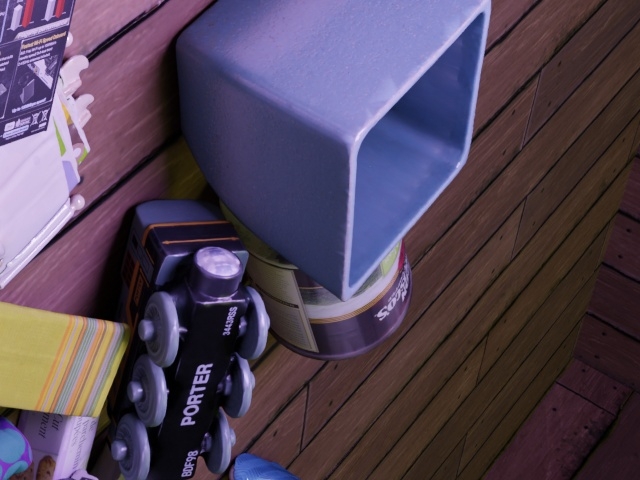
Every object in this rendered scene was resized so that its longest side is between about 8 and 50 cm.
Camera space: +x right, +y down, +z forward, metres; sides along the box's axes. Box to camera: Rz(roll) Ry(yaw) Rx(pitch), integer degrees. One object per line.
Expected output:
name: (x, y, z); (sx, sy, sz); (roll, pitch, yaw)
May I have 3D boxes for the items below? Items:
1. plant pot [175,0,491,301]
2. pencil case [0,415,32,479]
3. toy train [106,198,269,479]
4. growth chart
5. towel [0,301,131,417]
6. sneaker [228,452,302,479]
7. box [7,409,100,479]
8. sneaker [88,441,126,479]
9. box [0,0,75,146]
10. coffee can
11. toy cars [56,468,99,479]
plant pot: (-0.007, -0.142, 1.567); (0.247, 0.252, 0.248); (-48, 156, -32)
pencil case: (-0.352, 0.234, 1.513); (0.151, 0.064, 0.070); (-36, 133, -48)
toy train: (-0.156, 0.115, 1.652); (0.142, 0.190, 0.334); (-4, 132, -26)
growth chart: (-0.262, -0.065, 1.394); (0.172, 0.021, 0.237); (-48, 156, -33)
towel: (-0.284, 0.111, 1.480); (0.237, 0.021, 0.102); (16, 97, -50)
sneaker: (-0.086, 0.381, 2.320); (0.092, 0.087, 0.228); (-57, 158, -4)
box: (-0.293, 0.240, 1.664); (0.063, 0.067, 0.324); (-30, 144, -54)
sneaker: (-0.271, 0.332, 1.824); (0.090, 0.095, 0.235); (45, 56, -64)
box: (-0.295, -0.162, 1.104); (0.307, 0.076, 0.242); (-31, 144, -54)
coffee can: (0.000, 0.000, 1.847); (0.201, 0.201, 0.275); (-54, 159, -18)
toy cars: (-0.222, 0.342, 1.690); (0.393, 0.087, 0.176); (19, 81, -70)
